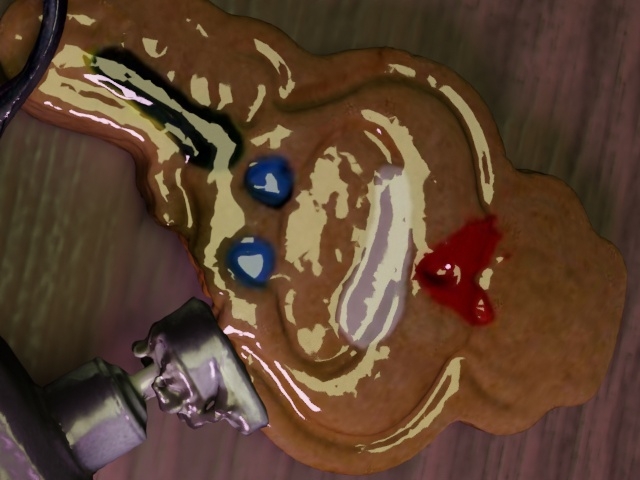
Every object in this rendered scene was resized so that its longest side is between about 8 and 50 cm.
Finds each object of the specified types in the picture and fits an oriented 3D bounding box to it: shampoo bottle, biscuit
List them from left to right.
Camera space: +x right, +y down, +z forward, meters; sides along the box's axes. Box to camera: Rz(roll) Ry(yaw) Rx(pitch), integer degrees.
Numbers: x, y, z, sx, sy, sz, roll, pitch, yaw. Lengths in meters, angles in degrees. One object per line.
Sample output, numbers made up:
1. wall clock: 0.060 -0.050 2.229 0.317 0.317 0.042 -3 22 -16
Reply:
1. shampoo bottle: -0.167 0.113 0.420 0.309 0.071 0.098 -31 101 -10
2. biscuit: 0.003 -0.009 0.522 0.319 0.047 0.183 42 73 -16

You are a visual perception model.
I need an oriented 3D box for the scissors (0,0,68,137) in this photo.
1. scissors: -0.152 0.003 0.460 0.109 0.022 0.300 1 95 2
